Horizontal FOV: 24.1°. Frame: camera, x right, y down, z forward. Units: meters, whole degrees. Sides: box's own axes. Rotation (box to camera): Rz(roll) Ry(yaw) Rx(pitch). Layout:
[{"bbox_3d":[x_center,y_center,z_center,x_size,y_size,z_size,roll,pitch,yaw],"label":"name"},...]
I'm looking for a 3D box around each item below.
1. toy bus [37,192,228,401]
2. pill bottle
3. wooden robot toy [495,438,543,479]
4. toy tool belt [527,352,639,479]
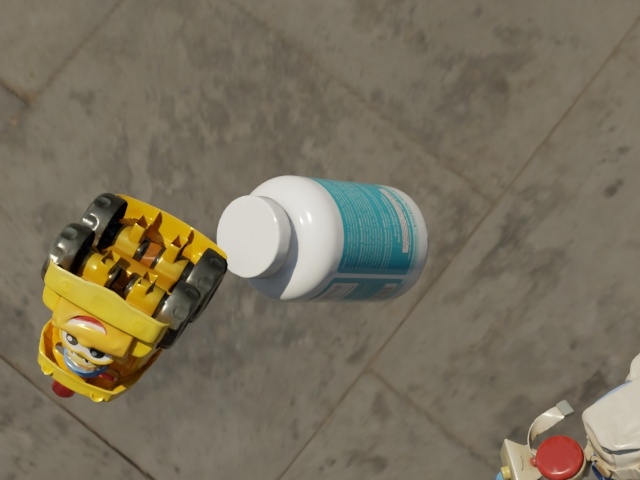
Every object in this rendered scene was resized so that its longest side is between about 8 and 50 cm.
[{"bbox_3d":[-0.211,0.083,1.478,0.149,0.220,0.211,31,111,0],"label":"toy bus"},{"bbox_3d":[0.000,0.000,1.744,0.146,0.264,0.146,-2,86,37],"label":"pill bottle"},{"bbox_3d":[0.148,0.179,0.790,0.079,0.076,0.173,-14,93,-3],"label":"wooden robot toy"},{"bbox_3d":[0.129,0.083,0.613,0.083,0.051,0.052,-31,51,-4],"label":"toy tool belt"}]
